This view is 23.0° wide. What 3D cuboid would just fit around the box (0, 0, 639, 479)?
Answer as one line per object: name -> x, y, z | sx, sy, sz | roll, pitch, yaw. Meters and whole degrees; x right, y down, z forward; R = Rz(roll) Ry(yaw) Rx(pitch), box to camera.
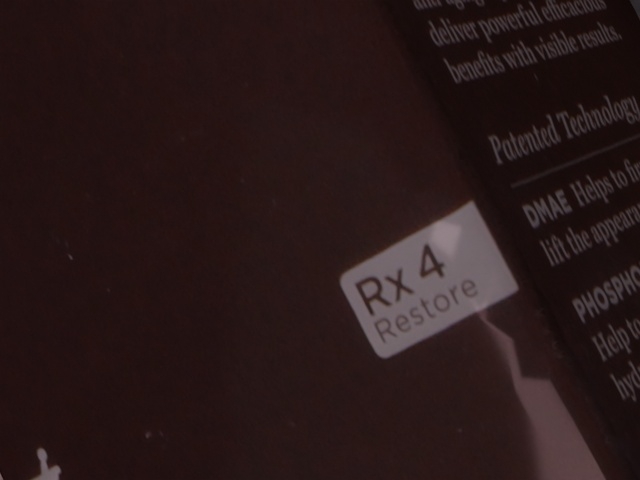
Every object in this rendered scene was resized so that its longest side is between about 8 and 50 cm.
box -> 0.000, 0.000, 0.447 | 0.191, 0.143, 0.381 | -32, 82, 35
